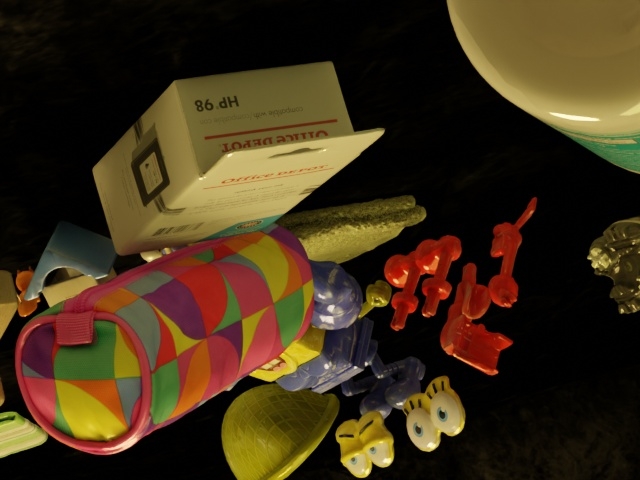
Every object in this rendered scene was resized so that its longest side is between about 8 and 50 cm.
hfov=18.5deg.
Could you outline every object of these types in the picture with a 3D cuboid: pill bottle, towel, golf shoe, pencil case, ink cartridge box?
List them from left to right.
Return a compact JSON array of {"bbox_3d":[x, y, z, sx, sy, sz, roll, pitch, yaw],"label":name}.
[{"bbox_3d":[-0.340,0.199,1.973,0.113,0.023,0.152,-19,166,-2],"label":"towel"},{"bbox_3d":[-0.090,0.051,1.218,0.104,0.104,0.236,-24,-175,28],"label":"pencil case"},{"bbox_3d":[-0.050,-0.052,1.135,0.104,0.060,0.180,-10,167,-29],"label":"ink cartridge box"},{"bbox_3d":[0.000,0.000,1.523,0.148,0.027,0.110,-8,164,-37],"label":"towel"},{"bbox_3d":[0.165,-0.110,0.973,0.146,0.146,0.264,-21,167,17],"label":"pill bottle"},{"bbox_3d":[0.364,-0.019,1.829,0.120,0.105,0.273,-28,-179,-31],"label":"golf shoe"}]

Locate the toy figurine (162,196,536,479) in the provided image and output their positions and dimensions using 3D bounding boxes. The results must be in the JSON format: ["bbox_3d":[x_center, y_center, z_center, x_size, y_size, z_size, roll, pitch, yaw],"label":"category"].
[{"bbox_3d":[-0.034,0.046,1.442,0.217,0.191,0.362,29,152,-18],"label":"toy figurine"}]

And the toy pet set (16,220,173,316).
[{"bbox_3d":[-0.165,0.010,1.318,0.122,0.065,0.114,-18,-157,16],"label":"toy pet set"}]

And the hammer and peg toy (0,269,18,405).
[{"bbox_3d":[-0.316,0.066,1.148,0.266,0.127,0.361,-11,167,-19],"label":"hammer and peg toy"}]
